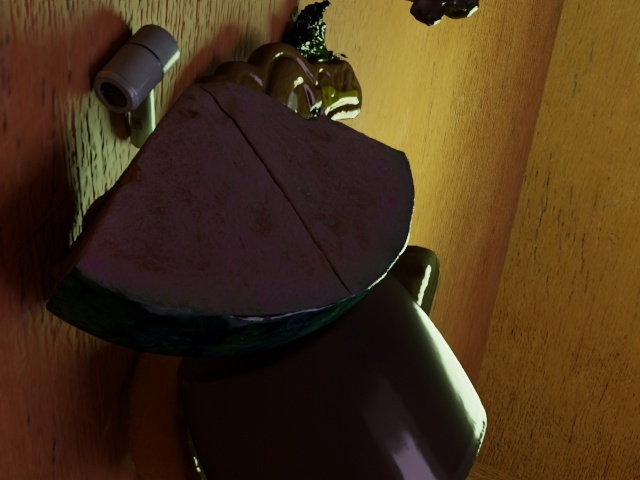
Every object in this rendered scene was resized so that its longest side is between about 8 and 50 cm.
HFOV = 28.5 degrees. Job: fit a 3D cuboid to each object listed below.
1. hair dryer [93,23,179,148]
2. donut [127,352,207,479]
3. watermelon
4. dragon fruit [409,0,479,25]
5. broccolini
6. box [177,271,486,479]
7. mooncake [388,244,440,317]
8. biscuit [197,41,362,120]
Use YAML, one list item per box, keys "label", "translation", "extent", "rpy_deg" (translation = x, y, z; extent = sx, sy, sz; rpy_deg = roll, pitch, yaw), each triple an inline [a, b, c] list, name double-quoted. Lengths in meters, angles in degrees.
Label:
- label: "hair dryer"
  translation: [-0.172, -0.128, 1.184]
  extent: [0.082, 0.047, 0.137]
  rpy_deg: [-57, 165, -36]
- label: "donut"
  translation: [-0.127, 0.202, 1.454]
  extent: [0.253, 0.118, 0.253]
  rpy_deg: [-2, 90, -65]
- label: "watermelon"
  translation: [-0.095, 0.022, 1.191]
  extent: [0.222, 0.292, 0.319]
  rpy_deg: [-47, -156, 41]
- label: "dragon fruit"
  translation: [0.132, -0.403, 1.419]
  extent: [0.314, 0.296, 0.263]
  rpy_deg: [-65, 167, 7]
- label: "broccolini"
  translation: [-0.008, -0.189, 1.615]
  extent: [0.123, 0.062, 0.271]
  rpy_deg: [-55, 162, -16]
- label: "box"
  translation: [0.000, 0.167, 1.304]
  extent: [0.216, 0.301, 0.301]
  rpy_deg: [62, 38, -19]
- label: "mooncake"
  translation: [0.054, 0.144, 1.899]
  extent: [0.324, 0.187, 0.324]
  rpy_deg: [19, 90, -79]
- label: "biscuit"
  translation: [-0.038, -0.131, 1.440]
  extent: [0.295, 0.044, 0.186]
  rpy_deg: [-5, 98, -55]
